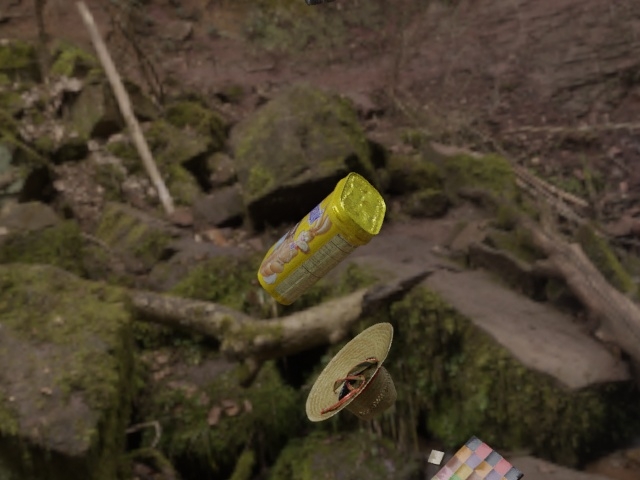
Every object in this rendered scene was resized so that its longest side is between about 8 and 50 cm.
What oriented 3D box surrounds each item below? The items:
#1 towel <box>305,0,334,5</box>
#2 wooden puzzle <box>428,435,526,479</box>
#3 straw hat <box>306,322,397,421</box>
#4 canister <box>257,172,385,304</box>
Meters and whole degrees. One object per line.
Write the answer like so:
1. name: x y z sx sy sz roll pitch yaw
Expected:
1. towel: 0.053 -0.438 1.112 0.283 0.235 0.121 -36 37 -25
2. wooden puzzle: 0.106 0.165 0.645 0.049 0.006 0.083 -43 41 -11
3. straw hat: 0.051 0.163 1.040 0.144 0.061 0.144 -44 12 12
4. canister: 0.000 0.000 1.279 0.170 0.073 0.126 -41 12 26
